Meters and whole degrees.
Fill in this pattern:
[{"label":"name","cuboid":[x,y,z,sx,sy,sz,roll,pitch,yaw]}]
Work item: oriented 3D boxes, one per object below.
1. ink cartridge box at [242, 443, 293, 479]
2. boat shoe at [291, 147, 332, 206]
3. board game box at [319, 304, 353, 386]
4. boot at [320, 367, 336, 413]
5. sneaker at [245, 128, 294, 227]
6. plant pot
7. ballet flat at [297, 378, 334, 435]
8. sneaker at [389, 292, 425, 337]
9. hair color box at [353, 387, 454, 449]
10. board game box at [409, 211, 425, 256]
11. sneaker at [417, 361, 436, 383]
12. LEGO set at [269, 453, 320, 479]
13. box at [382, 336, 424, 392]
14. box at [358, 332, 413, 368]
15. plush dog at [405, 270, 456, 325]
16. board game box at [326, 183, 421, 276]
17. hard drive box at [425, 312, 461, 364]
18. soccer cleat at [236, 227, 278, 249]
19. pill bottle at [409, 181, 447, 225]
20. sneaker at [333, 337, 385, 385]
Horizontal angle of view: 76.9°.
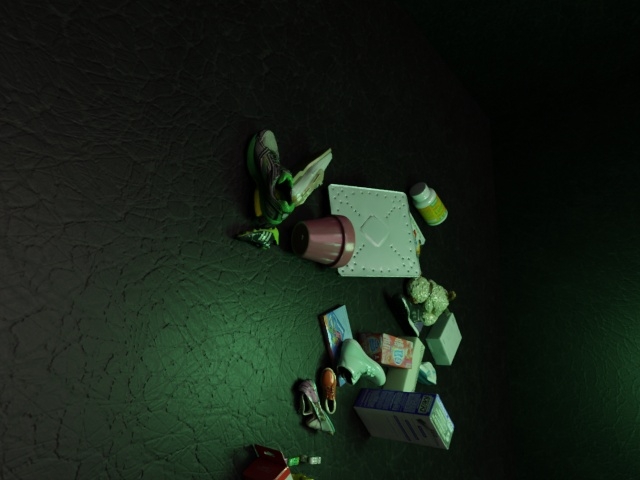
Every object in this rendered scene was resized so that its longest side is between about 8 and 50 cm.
[{"label":"ink cartridge box","cuboid":[-0.142,0.729,1.178,0.078,0.134,0.231,-26,101,-49]},{"label":"boat shoe","cuboid":[-0.046,-0.244,1.538,0.302,0.113,0.103,-47,119,-32]},{"label":"board game box","cuboid":[0.079,0.411,1.593,0.145,0.027,0.282,-16,94,-52]},{"label":"boot","cuboid":[0.033,0.544,1.457,0.059,0.085,0.158,0,77,-7]},{"label":"sneaker","cuboid":[-0.151,-0.224,1.360,0.134,0.146,0.344,6,67,-50]},{"label":"plant pot","cuboid":[0.000,0.000,1.482,0.180,0.201,0.202,3,79,-33]},{"label":"ballet flat","cuboid":[-0.026,0.593,1.404,0.079,0.076,0.222,-25,97,-31]},{"label":"sneaker","cuboid":[0.426,0.334,1.949,0.124,0.107,0.283,-47,127,-28]},{"label":"hair color box","cuboid":[0.320,0.687,1.572,0.110,0.338,0.185,-49,118,-43]},{"label":"board game box","cuboid":[0.442,-0.046,2.102,0.305,0.053,0.193,54,45,-27]},{"label":"sneaker","cuboid":[0.510,0.649,2.012,0.228,0.087,0.092,45,43,-43]},{"label":"LEGO set","cuboid":[-0.074,0.741,1.287,0.227,0.093,0.087,27,62,-44]},{"label":"box","cuboid":[0.388,0.584,1.855,0.094,0.113,0.275,52,49,-31]},{"label":"box","cuboid":[0.282,0.480,1.739,0.256,0.128,0.123,27,62,-44]},{"label":"plush dog","cuboid":[0.540,0.275,2.068,0.225,0.210,0.263,25,58,-15]},{"label":"board game box","cuboid":[0.218,-0.033,1.687,0.389,0.050,0.390,3,70,-24]},{"label":"hard drive box","cuboid":[0.686,0.541,2.231,0.232,0.089,0.181,-42,113,-46]},{"label":"soccer cleat","cuboid":[-0.201,-0.004,1.333,0.178,0.060,0.073,-9,90,-53]},{"label":"pill bottle","cuboid":[0.601,-0.208,2.262,0.245,0.136,0.136,45,51,-34]},{"label":"sneaker","cuboid":[0.149,0.518,1.556,0.256,0.094,0.151,49,41,-18]}]
